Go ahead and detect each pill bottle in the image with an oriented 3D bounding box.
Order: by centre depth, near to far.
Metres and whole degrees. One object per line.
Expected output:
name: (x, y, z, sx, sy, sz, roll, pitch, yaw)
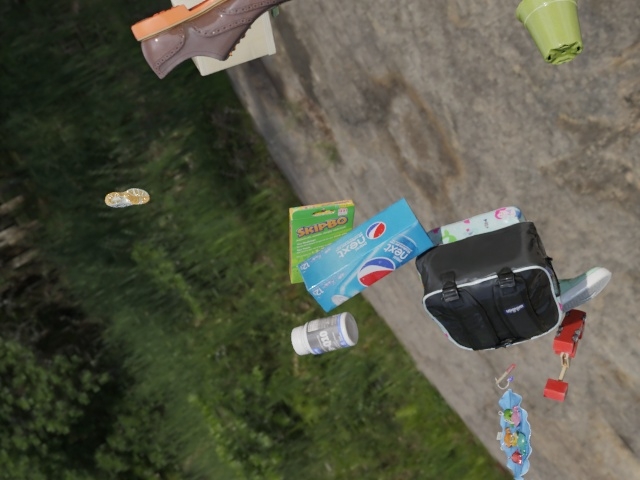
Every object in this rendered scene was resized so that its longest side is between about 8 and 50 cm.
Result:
pill bottle: (0.009, 0.213, 1.986, 0.078, 0.137, 0.078, 47, -146, -46)

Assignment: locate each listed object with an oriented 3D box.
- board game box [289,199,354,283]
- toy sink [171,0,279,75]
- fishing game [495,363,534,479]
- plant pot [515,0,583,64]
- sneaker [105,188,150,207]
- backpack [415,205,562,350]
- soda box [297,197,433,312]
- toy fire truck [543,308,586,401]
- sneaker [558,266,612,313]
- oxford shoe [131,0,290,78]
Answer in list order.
board game box: (0.000, 0.000, 1.767, 0.259, 0.124, 0.039, 94, 165, -58)
toy sink: (-0.177, -0.467, 1.879, 0.131, 0.234, 0.153, 79, 165, -44)
fishing game: (0.389, 0.396, 1.803, 0.189, 0.041, 0.264, 100, 166, -66)
plant pot: (0.305, -0.275, 1.146, 0.083, 0.083, 0.079, 95, 165, -69)
sneaker: (-0.369, -0.080, 1.690, 0.037, 0.083, 0.032, 127, 140, -76)
backpack: (0.293, 0.077, 1.509, 0.253, 0.225, 0.191, 54, -154, -44)
soda box: (0.072, 0.025, 1.437, 0.067, 0.210, 0.071, 51, -171, -39)
toy fire truck: (0.553, 0.255, 1.983, 0.047, 0.192, 0.135, 12, 122, 25)
sneaker: (0.481, 0.085, 1.875, 0.094, 0.256, 0.151, 9, -127, -49)
oxford shoe: (-0.139, -0.326, 1.323, 0.097, 0.271, 0.098, -112, 1, -74)
